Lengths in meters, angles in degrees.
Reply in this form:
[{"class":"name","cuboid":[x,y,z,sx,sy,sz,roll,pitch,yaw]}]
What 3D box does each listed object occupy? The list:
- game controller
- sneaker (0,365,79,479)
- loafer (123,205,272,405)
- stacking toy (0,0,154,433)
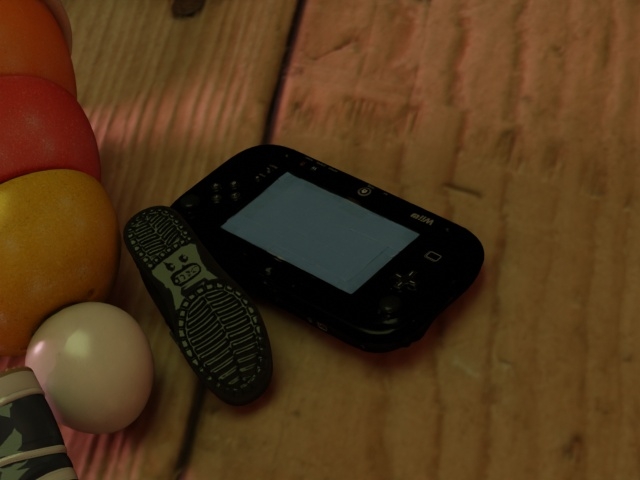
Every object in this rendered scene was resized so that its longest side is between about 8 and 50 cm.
[{"class":"game controller","cuboid":[0.000,0.000,1.608,0.319,0.067,0.166,27,62,35]},{"class":"sneaker","cuboid":[-0.333,0.250,1.473,0.282,0.099,0.153,-37,74,12]},{"class":"loafer","cuboid":[-0.109,0.065,1.578,0.080,0.078,0.220,-27,65,-9]},{"class":"stacking toy","cuboid":[-0.314,-0.003,1.614,0.351,0.350,0.480,-30,64,-9]}]
